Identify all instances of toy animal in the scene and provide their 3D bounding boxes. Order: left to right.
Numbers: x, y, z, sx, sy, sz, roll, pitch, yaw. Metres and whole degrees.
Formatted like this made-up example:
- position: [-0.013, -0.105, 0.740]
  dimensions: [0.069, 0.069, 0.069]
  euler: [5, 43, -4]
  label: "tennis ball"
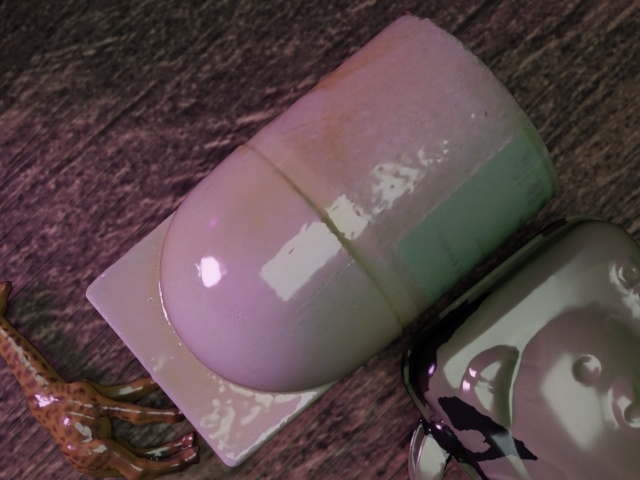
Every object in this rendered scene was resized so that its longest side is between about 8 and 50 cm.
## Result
- position: [-0.240, 0.150, 1.182]
  dimensions: [0.276, 0.054, 0.149]
  euler: [22, 83, -3]
  label: "toy animal"

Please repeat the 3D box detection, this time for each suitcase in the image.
- position: [0.245, 0.189, 1.158]
  dimensions: [0.339, 0.194, 0.351]
  euler: [-37, 91, -4]
  label: "suitcase"

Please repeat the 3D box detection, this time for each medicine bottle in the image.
- position: [0.000, 0.000, 1.118]
  dimensions: [0.406, 0.236, 0.235]
  euler: [-40, 92, -6]
  label: "medicine bottle"
